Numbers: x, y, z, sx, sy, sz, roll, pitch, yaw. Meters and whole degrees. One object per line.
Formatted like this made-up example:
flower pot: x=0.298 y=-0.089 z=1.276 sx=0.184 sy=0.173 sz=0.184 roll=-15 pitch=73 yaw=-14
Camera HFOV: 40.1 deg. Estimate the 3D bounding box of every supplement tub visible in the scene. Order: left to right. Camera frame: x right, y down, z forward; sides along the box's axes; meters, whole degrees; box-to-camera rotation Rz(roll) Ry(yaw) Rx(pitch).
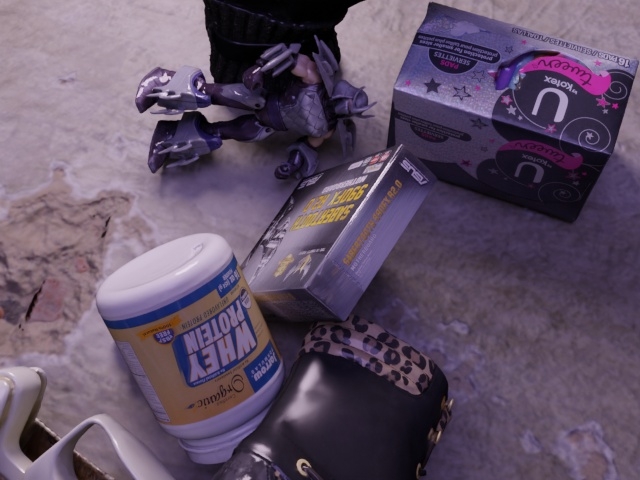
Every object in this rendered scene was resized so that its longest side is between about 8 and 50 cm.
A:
supplement tub: x=-0.122 y=0.108 z=0.886 sx=0.144 sy=0.144 sz=0.199 roll=-27 pitch=108 yaw=-11

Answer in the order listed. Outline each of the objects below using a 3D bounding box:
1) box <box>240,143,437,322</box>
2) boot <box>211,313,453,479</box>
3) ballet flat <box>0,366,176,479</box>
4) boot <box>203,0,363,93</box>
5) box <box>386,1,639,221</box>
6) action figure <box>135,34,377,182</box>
box: x=0.000 y=0.000 z=0.934 sx=0.056 sy=0.231 sz=0.183 roll=42 pitch=69 yaw=-17
boot: x=0.070 y=0.268 z=0.835 sx=0.377 sy=0.138 sz=0.284 roll=40 pitch=45 yaw=-12
ballet flat: x=-0.263 y=0.232 z=0.855 sx=0.483 sy=0.164 sz=0.182 roll=30 pitch=107 yaw=12
boot: x=0.019 y=-0.284 z=1.038 sx=0.348 sy=0.260 sz=0.131 roll=1 pitch=58 yaw=8
box: x=0.215 y=-0.148 z=1.026 sx=0.247 sy=0.163 sz=0.142 roll=18 pitch=66 yaw=10
action figure: x=-0.071 y=-0.149 z=1.040 sx=0.285 sy=0.185 sz=0.099 roll=-2 pitch=37 yaw=17
